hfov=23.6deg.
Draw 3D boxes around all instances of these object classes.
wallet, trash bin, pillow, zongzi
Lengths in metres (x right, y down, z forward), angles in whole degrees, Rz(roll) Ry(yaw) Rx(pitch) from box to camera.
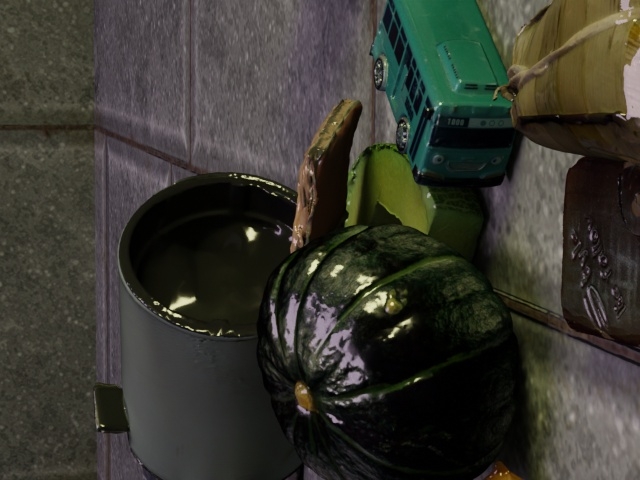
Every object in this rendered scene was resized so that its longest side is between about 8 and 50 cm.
[{"bbox_3d":[0.202,0.009,0.914,0.232,0.031,0.122,-164,72,-73],"label":"wallet"},{"bbox_3d":[-0.096,0.099,1.555,0.263,0.277,0.217,95,165,-46],"label":"trash bin"},{"bbox_3d":[0.000,0.000,1.286,0.126,0.043,0.233,-66,-15,-57],"label":"pillow"},{"bbox_3d":[0.173,-0.142,0.868,0.194,0.099,0.197,-169,76,-67],"label":"zongzi"}]

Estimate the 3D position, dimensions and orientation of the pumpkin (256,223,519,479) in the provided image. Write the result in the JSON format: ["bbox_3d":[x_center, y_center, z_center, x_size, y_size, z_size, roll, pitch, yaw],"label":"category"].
[{"bbox_3d":[0.049,0.095,1.165,0.220,0.161,0.221,31,130,46],"label":"pumpkin"}]

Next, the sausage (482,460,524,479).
[{"bbox_3d":[0.138,0.251,1.118,0.062,0.054,0.183,-20,-72,-73],"label":"sausage"}]

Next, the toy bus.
[{"bbox_3d":[0.096,-0.121,1.178,0.092,0.079,0.160,106,158,-44],"label":"toy bus"}]

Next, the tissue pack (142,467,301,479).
[{"bbox_3d":[-0.135,0.325,1.928,0.394,0.124,0.288,-142,50,-68],"label":"tissue pack"}]

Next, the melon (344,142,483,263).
[{"bbox_3d":[0.076,-0.024,1.289,0.209,0.064,0.118,-150,61,-68],"label":"melon"}]
